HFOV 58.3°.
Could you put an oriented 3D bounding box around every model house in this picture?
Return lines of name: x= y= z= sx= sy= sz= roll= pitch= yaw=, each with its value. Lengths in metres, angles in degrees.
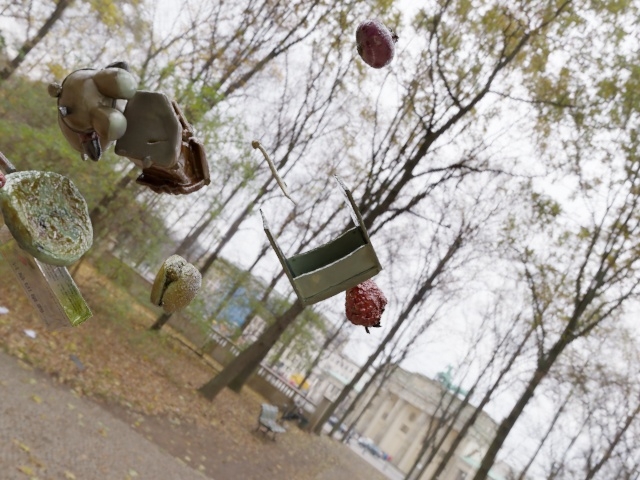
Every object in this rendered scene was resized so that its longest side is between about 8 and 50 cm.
model house: x=-0.358 y=-0.214 z=1.376 sx=0.199 sy=0.220 sz=0.229 roll=11 pitch=-17 yaw=19

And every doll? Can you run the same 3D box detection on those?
doll: x=-0.526 y=-0.299 z=1.316 sx=0.174 sy=0.235 sz=0.330 roll=8 pitch=-1 yaw=-21

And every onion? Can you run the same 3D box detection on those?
onion: x=0.131 y=-0.455 z=1.319 sx=0.115 sy=0.104 sz=0.115 roll=157 pitch=-90 yaw=-88

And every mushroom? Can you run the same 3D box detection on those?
mushroom: x=-0.156 y=-0.231 z=1.997 sx=0.306 sy=0.043 sz=0.068 roll=58 pitch=23 yaw=20

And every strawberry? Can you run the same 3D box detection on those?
strawberry: x=0.136 y=0.190 z=1.784 sx=0.140 sy=0.192 sz=0.085 roll=10 pitch=-8 yaw=13

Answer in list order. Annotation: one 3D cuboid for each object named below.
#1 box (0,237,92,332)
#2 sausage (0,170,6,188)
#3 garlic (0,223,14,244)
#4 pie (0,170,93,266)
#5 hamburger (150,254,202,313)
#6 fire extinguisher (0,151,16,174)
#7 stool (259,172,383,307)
box: x=-0.695 y=0.102 z=1.448 sx=0.175 sy=0.062 sz=0.261 roll=-14 pitch=-74 yaw=45
sausage: x=-0.593 y=-0.125 z=1.027 sx=0.129 sy=0.034 sz=0.034 roll=37 pitch=-10 yaw=38
garlic: x=-0.858 y=0.000 z=1.708 sx=0.199 sy=0.199 sz=0.226 roll=41 pitch=-9 yaw=-17
pie: x=-0.576 y=-0.055 z=1.215 sx=0.240 sy=0.054 sz=0.241 roll=53 pitch=20 yaw=-28
hamburger: x=-0.487 y=0.153 z=1.939 sx=0.122 sy=0.189 sz=0.215 roll=28 pitch=-15 yaw=7
fire extinguisher: x=-0.745 y=-0.186 z=1.340 sx=0.083 sy=0.022 sz=0.028 roll=45 pitch=-41 yaw=8
stool: x=0.000 y=0.000 z=1.571 sx=0.170 sy=0.243 sz=0.270 roll=-117 pitch=-178 yaw=-66
